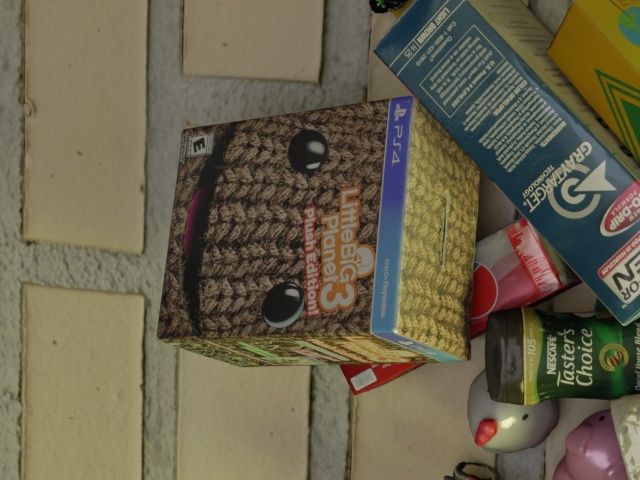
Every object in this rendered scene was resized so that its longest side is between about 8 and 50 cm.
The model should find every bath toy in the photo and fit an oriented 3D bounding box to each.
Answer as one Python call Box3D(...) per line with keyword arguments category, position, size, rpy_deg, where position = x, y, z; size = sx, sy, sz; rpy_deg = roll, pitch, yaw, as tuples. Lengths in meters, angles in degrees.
Box3D(category="bath toy", position=(0.292, 0.235, 1.391), size=(0.348, 0.129, 0.151), rpy_deg=(32, 109, 17))

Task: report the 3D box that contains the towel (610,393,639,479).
Box3D(category="towel", position=(0.388, 0.261, 1.268), size=(0.187, 0.049, 0.282), rpy_deg=(-15, 84, 16))

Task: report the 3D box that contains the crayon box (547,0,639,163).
Box3D(category="crayon box", position=(0.350, -0.147, 1.250), size=(0.318, 0.202, 0.081), rpy_deg=(56, 152, 23))

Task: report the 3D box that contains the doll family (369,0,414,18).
Box3D(category="doll family", position=(0.084, -0.289, 1.444), size=(0.111, 0.076, 0.193), rpy_deg=(-20, 84, 29))

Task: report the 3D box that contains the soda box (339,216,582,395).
Box3D(category="soda box", position=(0.138, 0.066, 1.453), size=(0.263, 0.092, 0.083), rpy_deg=(-30, 80, 25))

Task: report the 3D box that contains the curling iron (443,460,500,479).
Box3D(category="curling iron", position=(0.244, 0.299, 1.428), size=(0.274, 0.068, 0.035), rpy_deg=(28, 105, 32))

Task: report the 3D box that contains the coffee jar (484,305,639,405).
Box3D(category="coffee jar", position=(0.251, 0.111, 1.346), size=(0.184, 0.079, 0.096), rpy_deg=(-2, 94, 6))

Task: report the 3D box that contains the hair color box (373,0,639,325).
Box3D(category="hair color box", position=(0.223, -0.092, 1.311), size=(0.347, 0.174, 0.105), rpy_deg=(49, 115, 14))

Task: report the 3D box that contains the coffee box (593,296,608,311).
Box3D(category="coffee box", position=(0.341, 0.021, 1.387), size=(0.113, 0.040, 0.184), rpy_deg=(17, 104, 21))

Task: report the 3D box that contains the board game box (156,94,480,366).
Box3D(category="board game box", position=(0.000, 0.000, 1.412), size=(0.291, 0.141, 0.232), rpy_deg=(-5, 72, 35))
